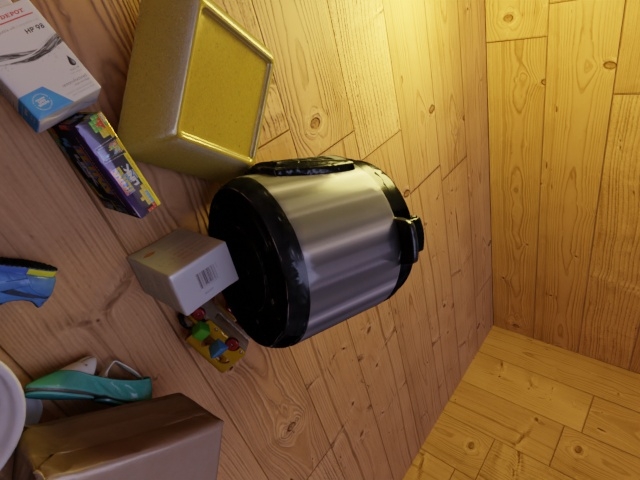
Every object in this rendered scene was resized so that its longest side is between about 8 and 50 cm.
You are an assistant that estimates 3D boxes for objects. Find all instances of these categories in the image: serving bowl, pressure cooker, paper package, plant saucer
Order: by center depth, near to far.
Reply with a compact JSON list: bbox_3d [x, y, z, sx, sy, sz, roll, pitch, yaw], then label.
[{"bbox_3d":[-0.525,0.303,0.703,0.083,0.027,0.084,9,90,-71],"label":"serving bowl"},{"bbox_3d":[-0.350,0.471,0.720,0.309,0.168,0.326,4,95,-45],"label":"paper package"},{"bbox_3d":[-0.202,-0.287,0.796,0.332,0.080,0.334,5,97,-65],"label":"plant saucer"},{"bbox_3d":[0.000,0.006,0.937,0.419,0.370,0.376,-17,147,-33],"label":"pressure cooker"}]

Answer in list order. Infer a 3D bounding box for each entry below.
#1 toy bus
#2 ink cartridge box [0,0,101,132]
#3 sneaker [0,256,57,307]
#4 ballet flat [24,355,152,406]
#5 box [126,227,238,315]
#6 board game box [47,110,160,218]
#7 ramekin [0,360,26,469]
[{"bbox_3d":[-0.256,0.201,0.927,0.104,0.202,0.191,-42,146,8],"label":"toy bus"},{"bbox_3d":[-0.422,-0.260,0.582,0.104,0.060,0.180,-47,111,-29],"label":"ink cartridge box"},{"bbox_3d":[-0.516,0.061,0.616,0.209,0.069,0.082,22,89,-50],"label":"sneaker"},{"bbox_3d":[-0.429,0.269,0.785,0.247,0.083,0.087,39,42,-48],"label":"ballet flat"},{"bbox_3d":[-0.272,0.055,0.814,0.130,0.170,0.091,-37,126,-36],"label":"box"},{"bbox_3d":[-0.360,-0.124,0.681,0.048,0.140,0.171,-46,132,-30],"label":"board game box"},{"bbox_3d":[-0.577,0.245,0.550,0.277,0.135,0.278,-19,115,-46],"label":"ramekin"}]
